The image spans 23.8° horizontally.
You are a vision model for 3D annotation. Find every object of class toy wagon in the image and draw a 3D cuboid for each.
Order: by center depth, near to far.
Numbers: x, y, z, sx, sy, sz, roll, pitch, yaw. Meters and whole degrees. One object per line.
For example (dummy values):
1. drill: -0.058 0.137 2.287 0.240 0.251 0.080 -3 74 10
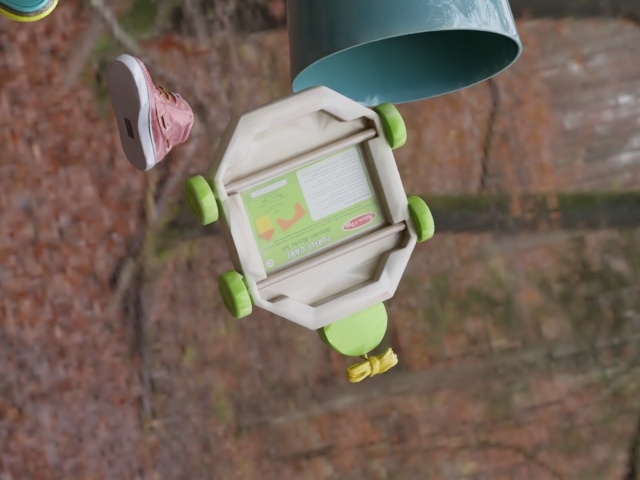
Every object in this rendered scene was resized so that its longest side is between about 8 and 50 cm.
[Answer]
1. toy wagon: 0.000 0.000 1.786 0.068 0.267 0.344 17 -53 68

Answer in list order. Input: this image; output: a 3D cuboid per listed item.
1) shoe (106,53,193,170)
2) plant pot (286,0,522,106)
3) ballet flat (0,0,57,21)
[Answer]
1. shoe: -0.207 -0.170 1.861 0.063 0.081 0.178 34 -33 29
2. plant pot: 0.090 -0.324 1.913 0.293 0.293 0.235 79 3 -79
3. ballet flat: -0.330 -0.282 1.508 0.231 0.077 0.077 44 -18 21
